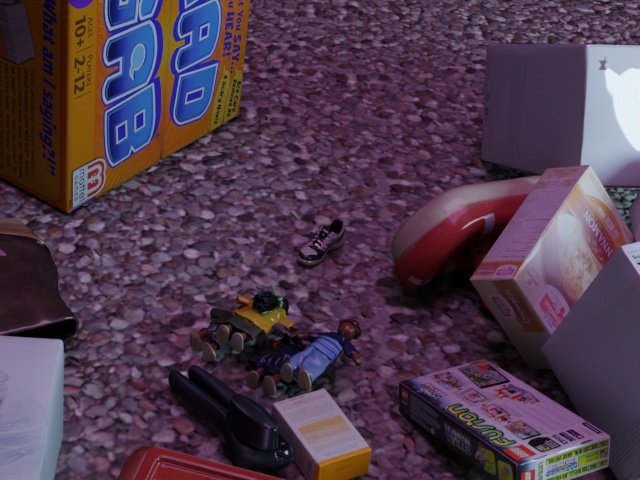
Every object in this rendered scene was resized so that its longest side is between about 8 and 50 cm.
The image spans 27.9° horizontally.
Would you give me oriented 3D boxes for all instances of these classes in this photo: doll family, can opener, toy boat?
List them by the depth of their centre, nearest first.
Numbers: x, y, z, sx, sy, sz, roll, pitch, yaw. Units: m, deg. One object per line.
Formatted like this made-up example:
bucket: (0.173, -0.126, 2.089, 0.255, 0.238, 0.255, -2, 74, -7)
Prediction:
can opener: (-0.089, 0.173, 1.291, 0.059, 0.073, 0.186, 2, 19, -37)
doll family: (-0.042, 0.104, 1.389, 0.193, 0.076, 0.111, 31, 36, 22)
toy boat: (0.201, 0.020, 1.524, 0.231, 0.151, 0.151, -9, 67, -24)

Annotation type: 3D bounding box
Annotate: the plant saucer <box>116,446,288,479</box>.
plant saucer: (-0.087, 0.288, 1.134, 0.259, 0.048, 0.258, 14, 35, 6)

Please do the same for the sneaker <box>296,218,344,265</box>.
sneaker: (0.000, 0.000, 1.572, 0.032, 0.037, 0.083, 27, 40, 22)

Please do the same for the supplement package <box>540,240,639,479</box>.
supplement package: (0.362, 0.126, 1.286, 0.149, 0.194, 0.203, -12, 58, -28)

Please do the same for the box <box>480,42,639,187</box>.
box: (0.366, -0.168, 1.660, 0.215, 0.168, 0.345, 0, 8, -12)

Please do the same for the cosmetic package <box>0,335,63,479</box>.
cosmetic package: (-0.351, 0.197, 1.130, 0.224, 0.138, 0.225, 4, 34, -6)

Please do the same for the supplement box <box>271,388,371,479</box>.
supplement box: (-0.001, 0.198, 1.288, 0.062, 0.036, 0.098, -12, 40, -27)

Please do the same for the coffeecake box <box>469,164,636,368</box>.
coffeecake box: (0.267, 0.030, 1.440, 0.068, 0.142, 0.185, -3, 41, 50)

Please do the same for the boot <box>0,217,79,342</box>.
boot: (-0.399, 0.046, 1.372, 0.248, 0.090, 0.207, -6, 35, -26)

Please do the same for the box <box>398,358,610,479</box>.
box: (0.180, 0.183, 1.298, 0.114, 0.036, 0.207, -12, 22, -26)

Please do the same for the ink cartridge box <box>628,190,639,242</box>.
ink cartridge box: (0.468, 0.005, 1.449, 0.212, 0.093, 0.154, 20, 33, -10)

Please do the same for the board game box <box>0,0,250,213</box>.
board game box: (-0.334, -0.318, 1.673, 0.356, 0.357, 0.356, 27, 39, 24)
